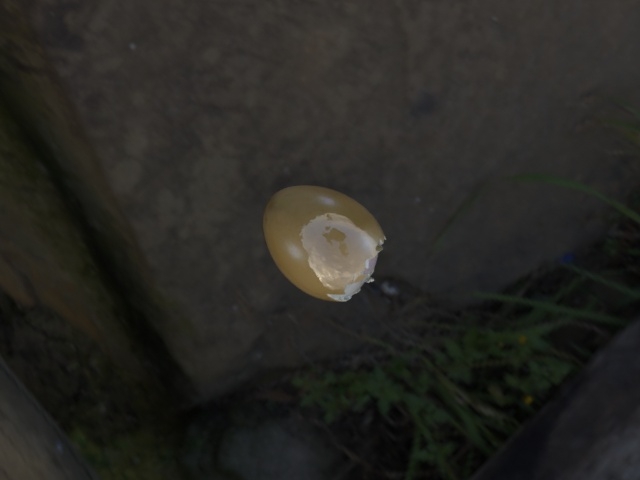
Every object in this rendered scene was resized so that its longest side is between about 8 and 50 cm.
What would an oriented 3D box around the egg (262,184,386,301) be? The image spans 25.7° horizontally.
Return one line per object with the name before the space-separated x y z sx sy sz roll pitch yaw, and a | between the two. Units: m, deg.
egg | 0.000 0.000 1.049 0.096 0.080 0.080 30 101 7
